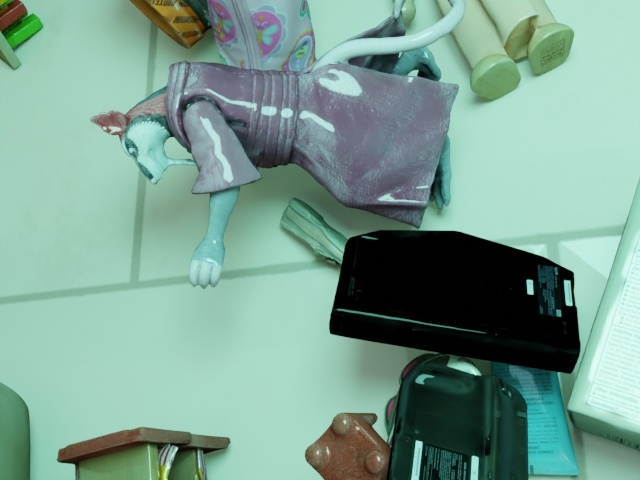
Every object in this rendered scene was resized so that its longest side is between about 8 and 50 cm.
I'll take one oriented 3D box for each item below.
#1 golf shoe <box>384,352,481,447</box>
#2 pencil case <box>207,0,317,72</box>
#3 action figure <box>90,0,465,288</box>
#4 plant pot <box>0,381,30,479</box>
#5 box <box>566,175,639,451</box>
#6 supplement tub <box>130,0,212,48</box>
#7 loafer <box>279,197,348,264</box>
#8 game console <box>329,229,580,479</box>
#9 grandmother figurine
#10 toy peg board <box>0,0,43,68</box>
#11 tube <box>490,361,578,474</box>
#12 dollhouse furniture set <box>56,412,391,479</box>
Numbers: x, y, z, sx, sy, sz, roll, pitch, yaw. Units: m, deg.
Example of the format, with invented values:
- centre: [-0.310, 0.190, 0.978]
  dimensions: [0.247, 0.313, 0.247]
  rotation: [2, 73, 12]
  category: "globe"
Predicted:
- centre: [0.087, 0.232, 0.716]
  dimensions: [0.105, 0.120, 0.272]
  rotation: [14, 77, -2]
  category: "golf shoe"
- centre: [-0.076, -0.271, 0.879]
  dimensions: [0.124, 0.284, 0.124]
  rotation: [-3, 59, 6]
  category: "pencil case"
- centre: [-0.041, -0.124, 0.795]
  dimensions: [0.371, 0.275, 0.248]
  rotation: [2, 36, -14]
  category: "action figure"
- centre: [-0.435, 0.288, 0.817]
  dimensions: [0.323, 0.323, 0.280]
  rotation: [-8, 52, 17]
  category: "plant pot"
- centre: [0.326, 0.075, 0.693]
  dimensions: [0.149, 0.127, 0.232]
  rotation: [17, 77, 25]
  category: "box"
- centre: [-0.112, -0.421, 0.991]
  dimensions: [0.338, 0.207, 0.207]
  rotation: [-47, 63, -2]
  category: "supplement tub"
- centre: [0.000, 0.000, 0.891]
  dimensions: [0.125, 0.045, 0.039]
  rotation: [44, 106, 34]
  category: "loafer"
- centre: [0.102, 0.121, 0.639]
  dimensions: [0.213, 0.043, 0.361]
  rotation: [9, 43, 6]
  category: "game console"
- centre: [0.169, -0.338, 0.922]
  dimensions: [0.208, 0.104, 0.342]
  rotation: [-25, 67, 0]
  category: "grandmother figurine"
- centre: [-0.494, -0.361, 1.143]
  dimensions: [0.161, 0.160, 0.079]
  rotation: [36, 70, 27]
  category: "toy peg board"
- centre: [0.198, 0.122, 0.769]
  dimensions: [0.080, 0.052, 0.207]
  rotation: [-8, 72, 21]
  category: "tube"
- centre: [-0.054, 0.261, 0.720]
  dimensions: [0.374, 0.152, 0.201]
  rotation: [-18, 66, 22]
  category: "dollhouse furniture set"
